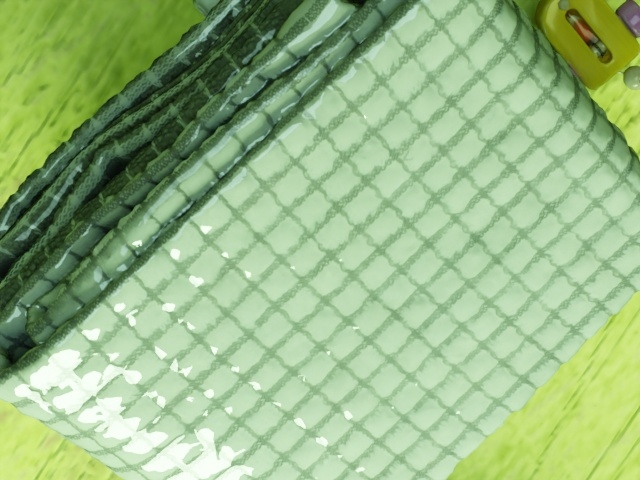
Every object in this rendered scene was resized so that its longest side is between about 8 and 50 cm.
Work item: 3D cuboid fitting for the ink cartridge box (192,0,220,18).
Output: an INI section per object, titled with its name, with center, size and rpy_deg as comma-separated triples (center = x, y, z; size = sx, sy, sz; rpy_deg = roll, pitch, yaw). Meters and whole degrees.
[ink cartridge box]
center = 0.007, -0.133, 0.956
size = 0.122, 0.052, 0.088
rpy_deg = -44, 102, 4

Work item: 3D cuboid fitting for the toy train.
[toy train]
center = 0.164, -0.134, 0.978
size = 0.125, 0.046, 0.166
rpy_deg = -15, 106, -4

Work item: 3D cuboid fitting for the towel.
[towel]
center = 0.000, 0.000, 0.916
size = 0.284, 0.121, 0.235
rpy_deg = -45, 127, 5
